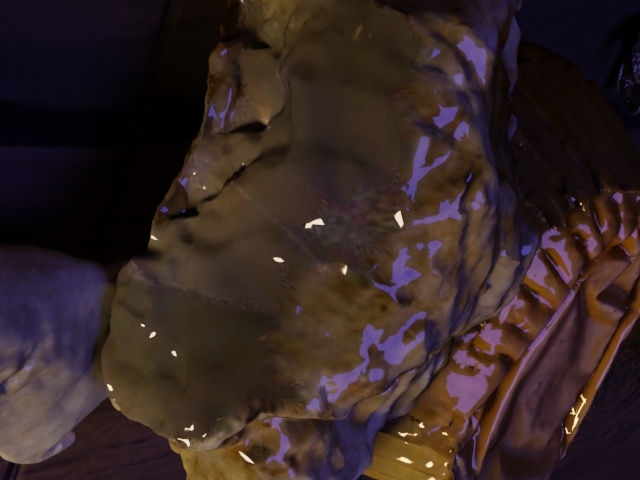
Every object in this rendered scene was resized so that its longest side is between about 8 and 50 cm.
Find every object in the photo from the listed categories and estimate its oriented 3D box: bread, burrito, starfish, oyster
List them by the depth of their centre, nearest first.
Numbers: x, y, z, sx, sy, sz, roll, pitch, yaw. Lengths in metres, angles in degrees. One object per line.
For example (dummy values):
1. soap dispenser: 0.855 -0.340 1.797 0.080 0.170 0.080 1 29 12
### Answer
1. burrito: -0.210 0.041 0.576 0.392 0.076 0.117 5 115 -54
2. oyster: -0.003 -0.001 0.699 0.341 0.166 0.110 -62 172 12
3. bread: 0.075 0.018 0.844 0.240 0.139 0.240 -32 139 -33
4. starfish: 0.200 -0.115 0.972 0.091 0.028 0.078 -27 145 -37
